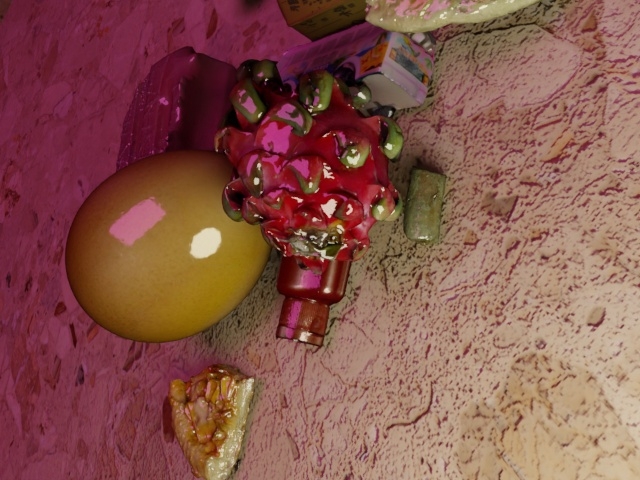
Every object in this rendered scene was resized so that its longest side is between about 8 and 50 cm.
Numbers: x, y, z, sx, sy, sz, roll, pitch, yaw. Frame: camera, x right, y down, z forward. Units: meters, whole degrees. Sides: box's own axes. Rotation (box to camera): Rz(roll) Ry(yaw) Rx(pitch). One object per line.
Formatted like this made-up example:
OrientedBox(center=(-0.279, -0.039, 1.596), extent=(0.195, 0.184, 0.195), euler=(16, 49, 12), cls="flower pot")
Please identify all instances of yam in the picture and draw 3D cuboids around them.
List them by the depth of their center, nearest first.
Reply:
OrientedBox(center=(0.116, -0.041, 0.846), extent=(0.043, 0.043, 0.094), euler=(-6, 69, 49), cls="yam")

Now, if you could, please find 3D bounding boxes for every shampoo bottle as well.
OrientedBox(center=(0.000, 0.000, 0.950), extent=(0.102, 0.064, 0.260), euler=(3, 76, 43), cls="shampoo bottle")

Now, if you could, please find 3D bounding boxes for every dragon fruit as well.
OrientedBox(center=(-0.033, -0.091, 0.848), extent=(0.273, 0.198, 0.218), euler=(28, 138, 27), cls="dragon fruit")

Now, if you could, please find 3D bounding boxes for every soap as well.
OrientedBox(center=(-0.249, -0.168, 1.282), extent=(0.220, 0.127, 0.324), euler=(-21, 57, 43), cls="soap")

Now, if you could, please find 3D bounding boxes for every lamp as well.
OrientedBox(center=(0.033, -0.350, 1.004), extent=(0.185, 0.161, 0.161), euler=(-12, 65, 49), cls="lamp")

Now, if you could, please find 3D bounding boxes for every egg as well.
OrientedBox(center=(-0.204, 0.005, 1.045), extent=(0.322, 0.250, 0.250), euler=(-34, 49, 28), cls="egg")

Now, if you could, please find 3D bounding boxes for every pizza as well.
OrientedBox(center=(-0.144, 0.229, 1.024), extent=(0.161, 0.063, 0.182), euler=(-43, 43, 23), cls="pizza")

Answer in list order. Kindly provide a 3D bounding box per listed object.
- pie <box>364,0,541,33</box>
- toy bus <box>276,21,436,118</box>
OrientedBox(center=(0.155, -0.385, 0.829), extent=(0.338, 0.075, 0.337), euler=(-3, 82, 21), cls="pie")
OrientedBox(center=(0.027, -0.210, 0.996), extent=(0.274, 0.090, 0.112), euler=(-1, 66, 51), cls="toy bus")
